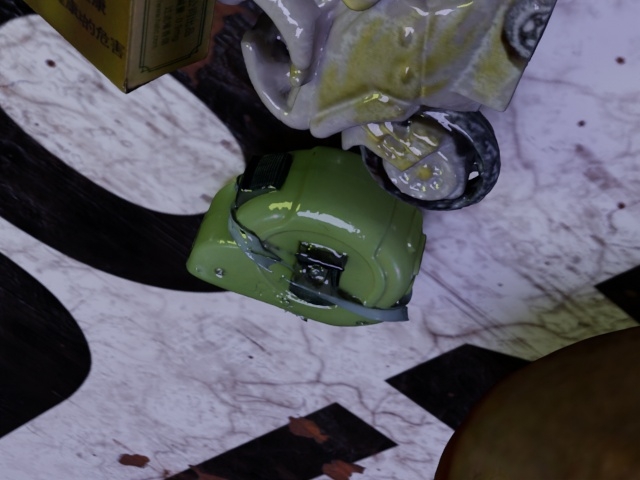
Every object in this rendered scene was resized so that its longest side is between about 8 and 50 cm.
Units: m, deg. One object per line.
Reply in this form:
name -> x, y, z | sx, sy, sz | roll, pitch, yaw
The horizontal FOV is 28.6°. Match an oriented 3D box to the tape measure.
tape measure -> 0.000, 0.000, 0.942 | 0.177, 0.087, 0.154 | 20, 141, -6

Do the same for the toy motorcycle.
toy motorcycle -> 0.033, -0.158, 0.729 | 0.223, 0.108, 0.341 | 23, 141, 7

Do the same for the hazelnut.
hazelnut -> 0.264, 0.223, 0.941 | 0.366, 0.366, 0.366 | 11, 141, 9

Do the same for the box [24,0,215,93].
box -> -0.124, -0.217, 0.695 | 0.159, 0.071, 0.240 | 45, 147, 20
